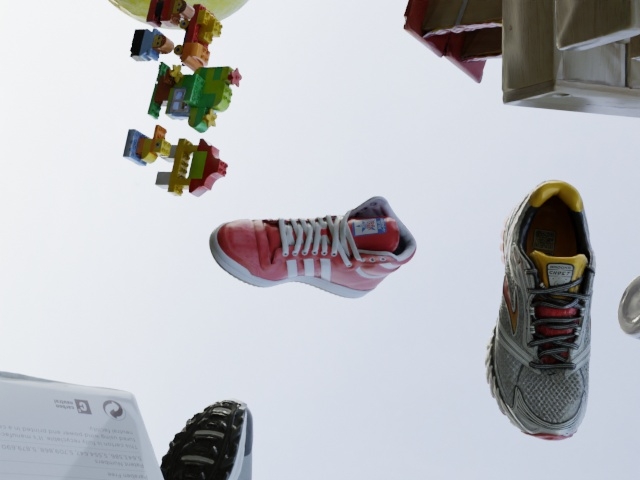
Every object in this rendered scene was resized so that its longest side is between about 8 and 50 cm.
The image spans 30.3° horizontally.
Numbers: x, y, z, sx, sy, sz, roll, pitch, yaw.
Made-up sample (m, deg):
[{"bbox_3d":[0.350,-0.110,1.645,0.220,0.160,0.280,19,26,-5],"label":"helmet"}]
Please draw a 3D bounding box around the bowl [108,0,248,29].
[{"bbox_3d":[-0.195,-0.447,1.627,0.156,0.289,0.290,180,-91,-80],"label":"bowl"}]

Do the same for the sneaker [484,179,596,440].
[{"bbox_3d":[0.184,0.053,0.981,0.093,0.088,0.225,94,-3,-69],"label":"sneaker"}]

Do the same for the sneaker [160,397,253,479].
[{"bbox_3d":[-0.118,0.308,1.290,0.100,0.108,0.272,0,-106,37],"label":"sneaker"}]

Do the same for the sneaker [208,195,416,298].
[{"bbox_3d":[0.000,0.000,0.671,0.067,0.118,0.042,-36,-126,44],"label":"sneaker"}]

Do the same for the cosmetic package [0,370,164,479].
[{"bbox_3d":[-0.174,0.295,0.728,0.217,0.156,0.385,-53,-137,25],"label":"cosmetic package"}]

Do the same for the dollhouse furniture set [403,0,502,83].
[{"bbox_3d":[0.265,-0.396,1.443,0.201,0.152,0.374,6,-105,52],"label":"dollhouse furniture set"}]

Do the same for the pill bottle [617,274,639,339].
[{"bbox_3d":[0.354,0.078,1.150,0.065,0.116,0.065,-161,-90,-73],"label":"pill bottle"}]

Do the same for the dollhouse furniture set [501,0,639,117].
[{"bbox_3d":[0.188,-0.153,0.514,0.242,0.212,0.161,-6,-97,63],"label":"dollhouse furniture set"}]

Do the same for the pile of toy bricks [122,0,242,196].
[{"bbox_3d":[-0.130,-0.160,1.250,0.105,0.118,0.212,3,-105,29],"label":"pile of toy bricks"}]
